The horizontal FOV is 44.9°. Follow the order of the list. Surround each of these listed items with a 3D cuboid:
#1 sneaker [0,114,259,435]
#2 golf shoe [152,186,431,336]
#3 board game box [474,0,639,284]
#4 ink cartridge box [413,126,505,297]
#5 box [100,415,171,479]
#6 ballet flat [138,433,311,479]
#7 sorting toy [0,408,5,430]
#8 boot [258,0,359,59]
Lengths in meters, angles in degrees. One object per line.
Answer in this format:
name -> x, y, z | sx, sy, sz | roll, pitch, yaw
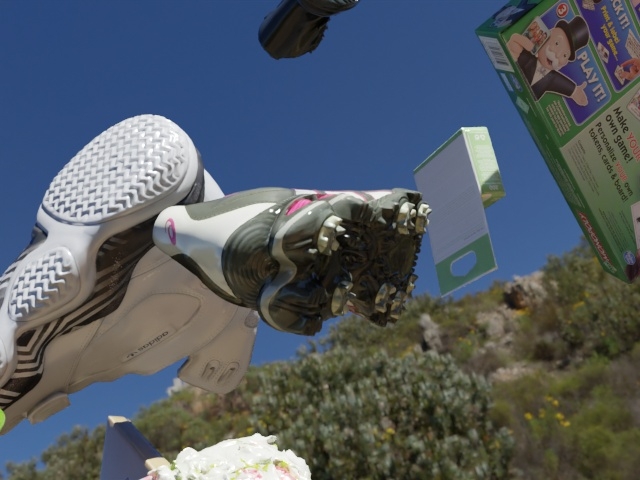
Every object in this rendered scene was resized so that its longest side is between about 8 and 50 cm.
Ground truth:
sneaker -> -0.186, 0.091, 0.633 | 0.366, 0.137, 0.210 | -48, -48, -1
golf shoe -> 0.000, 0.000, 0.560 | 0.120, 0.105, 0.273 | 16, 3, 25
board game box -> 0.309, -0.137, 0.752 | 0.213, 0.046, 0.317 | -40, -62, -5
ink cartridge box -> 0.233, -0.043, 1.264 | 0.056, 0.235, 0.171 | -5, -18, -25
box -> -0.159, 0.249, 0.645 | 0.021, 0.165, 0.201 | 7, -2, -26
ballet flat -> -0.097, 0.148, 0.283 | 0.241, 0.091, 0.077 | -28, 17, -24
sorting toy -> -0.228, 0.095, 0.453 | 0.061, 0.102, 0.042 | -31, -64, -26
boot -> -0.020, -0.335, 1.134 | 0.094, 0.246, 0.207 | 42, -51, -9
